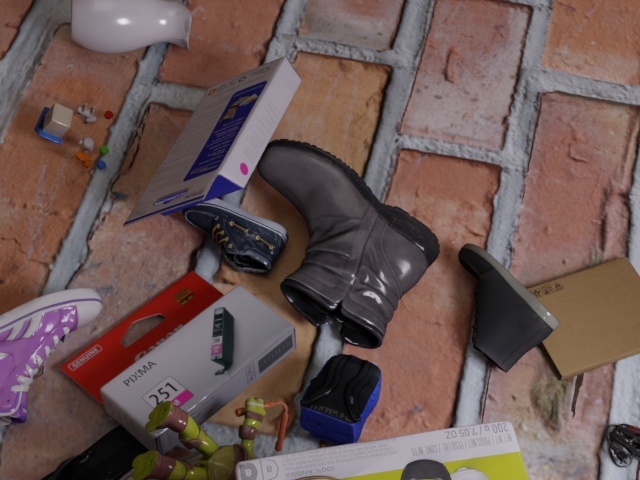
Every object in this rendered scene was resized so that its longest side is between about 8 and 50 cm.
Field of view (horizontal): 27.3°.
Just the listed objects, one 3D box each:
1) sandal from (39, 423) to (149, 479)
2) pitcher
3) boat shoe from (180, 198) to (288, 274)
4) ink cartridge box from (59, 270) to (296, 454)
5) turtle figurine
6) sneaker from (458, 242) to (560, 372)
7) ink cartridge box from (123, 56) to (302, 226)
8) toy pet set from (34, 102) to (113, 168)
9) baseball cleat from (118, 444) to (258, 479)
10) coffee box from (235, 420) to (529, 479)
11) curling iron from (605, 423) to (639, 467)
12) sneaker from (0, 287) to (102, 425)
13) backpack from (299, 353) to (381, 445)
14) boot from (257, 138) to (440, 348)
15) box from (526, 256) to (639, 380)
[{"bbox_3d":[-0.338,0.336,1.836,0.097,0.054,0.254,34,60,23],"label":"sandal"},{"bbox_3d":[-0.345,-0.408,2.373,0.207,0.125,0.177,0,31,-13],"label":"pitcher"},{"bbox_3d":[-0.148,-0.008,2.090,0.183,0.065,0.083,18,51,10],"label":"boat shoe"},{"bbox_3d":[-0.213,0.158,1.947,0.239,0.060,0.275,35,58,30],"label":"ink cartridge box"},{"bbox_3d":[-0.141,0.316,1.748,0.087,0.217,0.269,1,65,55],"label":"turtle figurine"},{"bbox_3d":[0.251,0.097,2.004,0.118,0.083,0.222,-45,44,2],"label":"sneaker"},{"bbox_3d":[-0.167,-0.146,2.110,0.176,0.069,0.371,-17,31,35],"label":"ink cartridge box"},{"bbox_3d":[-0.421,-0.175,2.236,0.114,0.065,0.122,23,51,-27],"label":"toy pet set"},{"bbox_3d":[-0.189,0.324,1.836,0.206,0.109,0.072,-1,87,-33],"label":"baseball cleat"},{"bbox_3d":[0.094,0.459,1.566,0.338,0.338,0.334,-8,54,-6],"label":"coffee box"},{"bbox_3d":[0.536,0.318,1.865,0.274,0.035,0.068,15,58,12],"label":"curling iron"},{"bbox_3d":[-0.431,0.183,1.942,0.282,0.102,0.161,-24,73,-20],"label":"sneaker"},{"bbox_3d":[0.030,0.228,1.890,0.098,0.101,0.120,20,51,12],"label":"backpack"},{"bbox_3d":[0.000,0.000,2.031,0.338,0.118,0.222,32,59,12],"label":"boot"},{"bbox_3d":[0.420,0.118,2.024,0.201,0.021,0.164,-17,55,-13],"label":"box"}]
